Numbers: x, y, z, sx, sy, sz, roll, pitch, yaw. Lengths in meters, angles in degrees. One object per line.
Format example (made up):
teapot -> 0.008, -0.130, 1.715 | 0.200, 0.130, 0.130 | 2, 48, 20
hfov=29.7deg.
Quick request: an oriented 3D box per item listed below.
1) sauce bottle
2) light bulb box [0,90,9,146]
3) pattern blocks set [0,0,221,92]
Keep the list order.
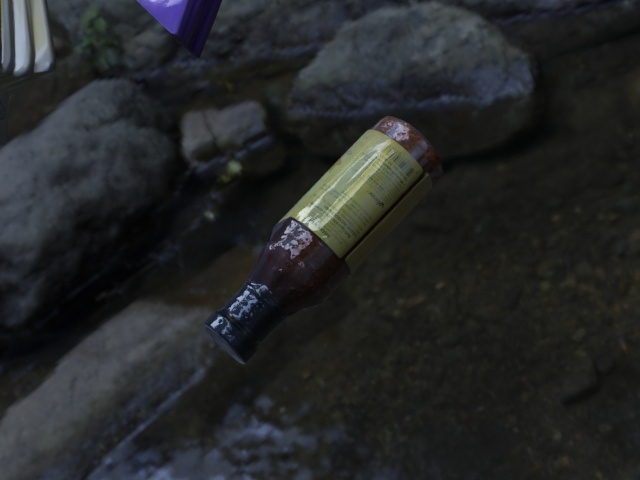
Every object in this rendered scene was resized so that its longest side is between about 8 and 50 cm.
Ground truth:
sauce bottle -> 0.000, 0.000, 0.539 | 0.128, 0.042, 0.042 | -45, 40, -14
light bulb box -> -0.438, -0.252, 0.918 | 0.358, 0.225, 0.361 | -7, 63, 6
pattern blocks set -> -0.181, -0.099, 0.426 | 0.325, 0.026, 0.285 | -2, 74, 16
